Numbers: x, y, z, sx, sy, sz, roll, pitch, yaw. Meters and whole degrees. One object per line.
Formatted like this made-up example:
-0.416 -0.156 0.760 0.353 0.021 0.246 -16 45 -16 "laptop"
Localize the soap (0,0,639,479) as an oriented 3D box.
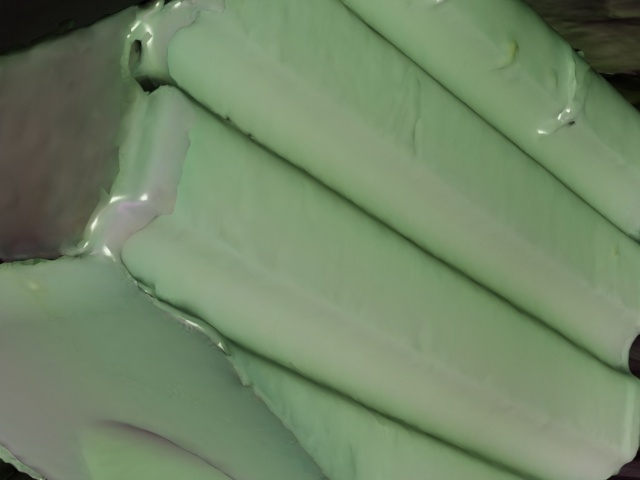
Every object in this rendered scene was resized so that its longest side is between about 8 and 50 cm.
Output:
0.000 0.000 0.753 0.156 0.261 0.446 2 165 31 "soap"
